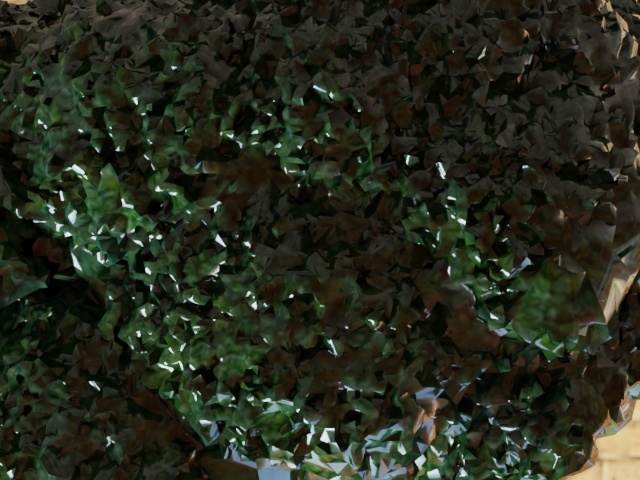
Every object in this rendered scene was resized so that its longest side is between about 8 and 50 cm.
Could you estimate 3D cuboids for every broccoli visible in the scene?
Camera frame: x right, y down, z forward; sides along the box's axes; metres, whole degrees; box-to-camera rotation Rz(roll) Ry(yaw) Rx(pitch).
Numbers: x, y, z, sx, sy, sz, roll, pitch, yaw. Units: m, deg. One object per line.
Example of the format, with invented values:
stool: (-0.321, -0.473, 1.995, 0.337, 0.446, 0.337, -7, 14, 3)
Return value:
broccoli: (0.000, 0.000, 0.448, 0.294, 0.245, 0.265, -12, -138, -37)
